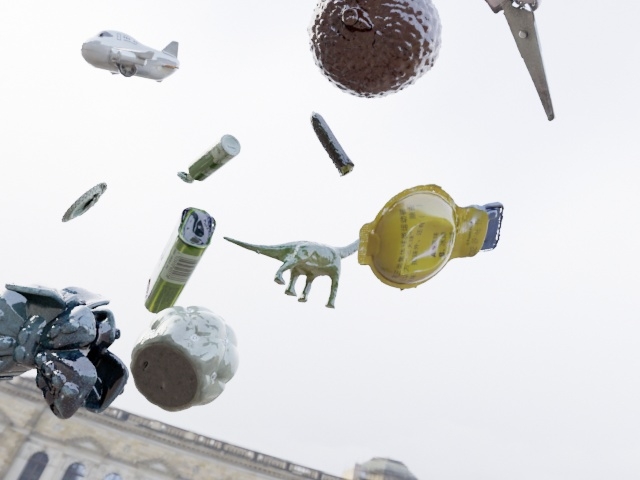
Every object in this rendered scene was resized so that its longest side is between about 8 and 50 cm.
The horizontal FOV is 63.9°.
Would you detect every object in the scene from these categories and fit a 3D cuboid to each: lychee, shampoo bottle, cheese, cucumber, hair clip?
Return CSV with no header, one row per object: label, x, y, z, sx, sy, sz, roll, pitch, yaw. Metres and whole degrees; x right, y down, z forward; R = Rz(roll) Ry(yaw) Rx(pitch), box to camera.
lychee,0.108,-0.409,1.021,0.261,0.260,0.260,9,-40,8
shampoo bottle,-0.286,-0.198,1.299,0.065,0.065,0.205,40,-44,-26
cheese,0.180,-0.006,0.810,0.271,0.069,0.176,-7,-67,-21
cucumber,0.028,-0.328,1.714,0.067,0.067,0.245,-35,-94,44
hair clip,-0.487,0.179,0.920,0.311,0.206,0.194,13,-4,16

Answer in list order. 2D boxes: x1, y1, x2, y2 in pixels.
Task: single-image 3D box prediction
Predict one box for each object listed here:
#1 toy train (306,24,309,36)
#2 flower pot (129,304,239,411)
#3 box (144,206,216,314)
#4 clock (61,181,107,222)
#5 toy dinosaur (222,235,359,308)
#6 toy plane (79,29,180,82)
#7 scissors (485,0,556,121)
toy train,0.110,-0.592,1.318,0.326,0.129,0.159,-46,-25,12
flower pot,-0.308,0.269,1.193,0.246,0.195,0.245,5,-73,16
box,-0.388,0.063,1.400,0.097,0.134,0.345,17,-45,-23
clock,-0.334,-0.053,0.724,0.010,0.083,0.074,43,-66,-8
toy dinosaur,0.000,0.000,1.223,0.447,0.300,0.087,33,-26,-31
toy plane,-0.477,-0.470,1.302,0.245,0.244,0.117,12,-75,4
scissors,0.137,-0.150,0.352,0.100,0.015,0.189,20,-22,46
